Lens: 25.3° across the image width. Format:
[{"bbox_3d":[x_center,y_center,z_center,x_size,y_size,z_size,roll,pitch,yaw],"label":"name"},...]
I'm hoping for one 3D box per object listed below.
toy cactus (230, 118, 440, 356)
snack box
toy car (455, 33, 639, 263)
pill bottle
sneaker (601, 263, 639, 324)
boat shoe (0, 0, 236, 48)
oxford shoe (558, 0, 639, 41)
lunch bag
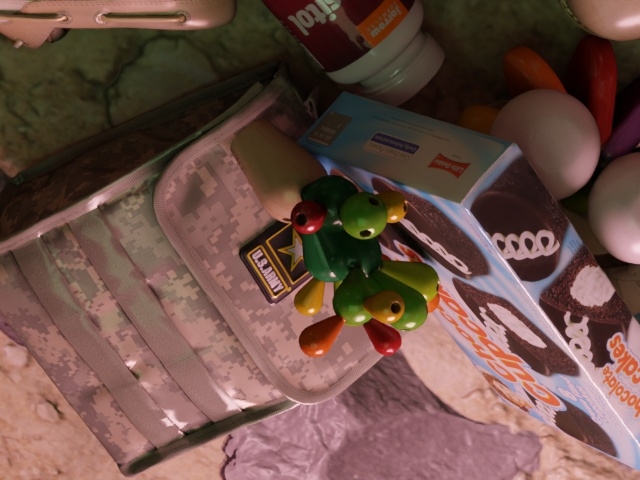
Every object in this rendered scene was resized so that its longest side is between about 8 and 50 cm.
[{"bbox_3d":[0.000,0.000,0.964,0.112,0.219,0.180,-40,74,-2],"label":"toy cactus"},{"bbox_3d":[0.134,0.036,1.019,0.187,0.060,0.322,24,159,53],"label":"snack box"},{"bbox_3d":[0.193,-0.070,1.005,0.182,0.159,0.136,32,88,-7],"label":"toy car"},{"bbox_3d":[0.016,-0.166,0.996,0.086,0.086,0.152,-32,113,30],"label":"pill bottle"},{"bbox_3d":[0.287,0.034,1.085,0.229,0.087,0.092,5,101,16],"label":"sneaker"},{"bbox_3d":[-0.210,-0.183,1.028,0.302,0.109,0.098,-4,123,9],"label":"boat shoe"},{"bbox_3d":[0.251,-0.264,0.833,0.141,0.146,0.397,22,128,-6],"label":"oxford shoe"},{"bbox_3d":[-0.085,0.018,1.105,0.287,0.169,0.235,-25,114,19],"label":"lunch bag"}]
